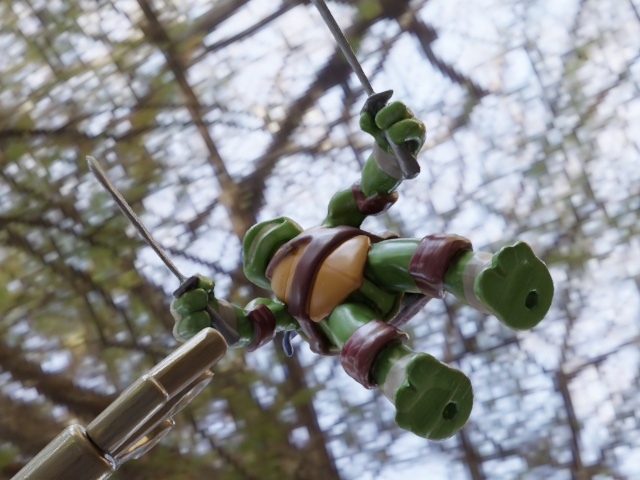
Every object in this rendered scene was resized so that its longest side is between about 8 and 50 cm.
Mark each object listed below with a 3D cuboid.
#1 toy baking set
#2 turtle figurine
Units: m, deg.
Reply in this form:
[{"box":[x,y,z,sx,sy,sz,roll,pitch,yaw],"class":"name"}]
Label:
[{"box":[-0.135,0.140,0.904,0.256,0.197,0.030,-42,-99,-2],"class":"toy baking set"},{"box":[0.000,0.000,1.192,0.197,0.266,0.275,-24,-57,-31],"class":"turtle figurine"}]
